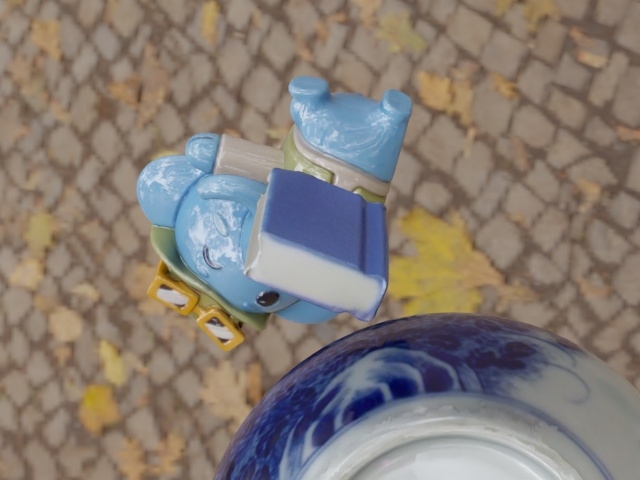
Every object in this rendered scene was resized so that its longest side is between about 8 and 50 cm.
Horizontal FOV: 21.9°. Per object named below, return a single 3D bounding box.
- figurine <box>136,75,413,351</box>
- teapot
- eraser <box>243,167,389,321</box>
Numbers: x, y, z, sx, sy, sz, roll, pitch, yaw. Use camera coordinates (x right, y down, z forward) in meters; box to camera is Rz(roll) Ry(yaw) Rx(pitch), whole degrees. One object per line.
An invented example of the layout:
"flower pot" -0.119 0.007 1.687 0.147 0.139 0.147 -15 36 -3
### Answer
"figurine" -0.041 -0.032 1.331 0.262 0.180 0.154 -60 39 35
"teapot" 0.070 0.164 0.839 0.424 0.280 0.252 -28 80 0
"eraser" 0.000 0.000 0.775 0.063 0.085 0.027 20 113 -6
